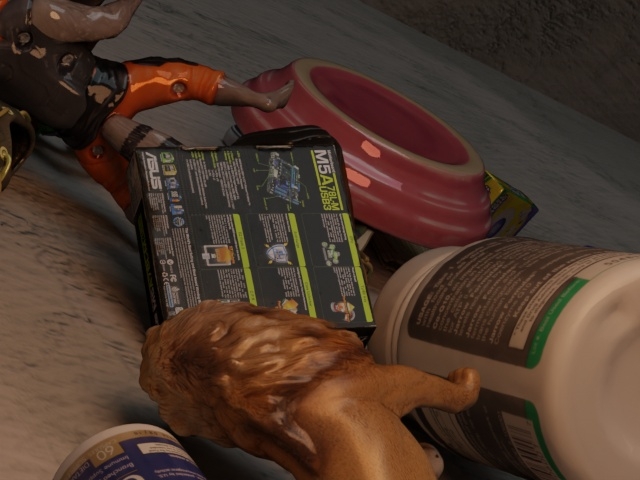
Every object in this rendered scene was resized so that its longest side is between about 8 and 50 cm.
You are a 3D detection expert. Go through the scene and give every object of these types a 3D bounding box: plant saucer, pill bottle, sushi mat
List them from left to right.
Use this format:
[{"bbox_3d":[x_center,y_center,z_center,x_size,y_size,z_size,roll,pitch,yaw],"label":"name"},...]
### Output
[{"bbox_3d":[-0.088,0.191,1.145,0.094,0.094,0.169,19,18,-40],"label":"pill bottle"},{"bbox_3d":[0.061,-0.110,2.225,0.332,0.084,0.332,27,19,-10],"label":"plant saucer"},{"bbox_3d":[0.111,0.000,2.401,0.151,0.019,0.316,27,14,-20],"label":"sushi mat"},{"bbox_3d":[0.191,0.101,1.649,0.204,0.204,0.361,25,-6,-24],"label":"pill bottle"}]

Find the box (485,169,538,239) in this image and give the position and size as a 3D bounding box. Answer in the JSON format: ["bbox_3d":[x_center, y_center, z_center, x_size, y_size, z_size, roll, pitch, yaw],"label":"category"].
[{"bbox_3d":[0.207,-0.029,2.466,0.043,0.105,0.179,46,10,25],"label":"box"}]

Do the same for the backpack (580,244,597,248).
[{"bbox_3d":[0.331,0.068,2.416,0.101,0.120,0.098,22,18,-35],"label":"backpack"}]

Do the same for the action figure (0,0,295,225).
[{"bbox_3d":[-0.190,-0.170,1.748,0.330,0.341,0.178,30,27,-11],"label":"action figure"}]

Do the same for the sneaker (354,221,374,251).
[{"bbox_3d":[0.000,0.000,2.059,0.086,0.064,0.192,37,17,1],"label":"sneaker"}]

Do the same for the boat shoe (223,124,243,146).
[{"bbox_3d":[-0.005,-0.100,2.349,0.228,0.076,0.080,28,14,14],"label":"boat shoe"}]

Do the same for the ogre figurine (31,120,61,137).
[{"bbox_3d":[-0.259,-0.134,1.937,0.197,0.097,0.118,50,0,13],"label":"ogre figurine"}]

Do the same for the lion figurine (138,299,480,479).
[{"bbox_3d":[0.039,0.185,1.357,0.240,0.142,0.392,10,28,-39],"label":"lion figurine"}]

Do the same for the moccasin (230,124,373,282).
[{"bbox_3d":[-0.018,0.003,1.869,0.139,0.147,0.380,-12,30,-8],"label":"moccasin"}]

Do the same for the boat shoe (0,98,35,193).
[{"bbox_3d":[-0.293,-0.070,1.591,0.091,0.109,0.305,25,11,-7],"label":"boat shoe"}]

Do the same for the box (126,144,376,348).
[{"bbox_3d":[-0.060,0.005,1.650,0.184,0.045,0.190,-1,57,-21],"label":"box"}]
